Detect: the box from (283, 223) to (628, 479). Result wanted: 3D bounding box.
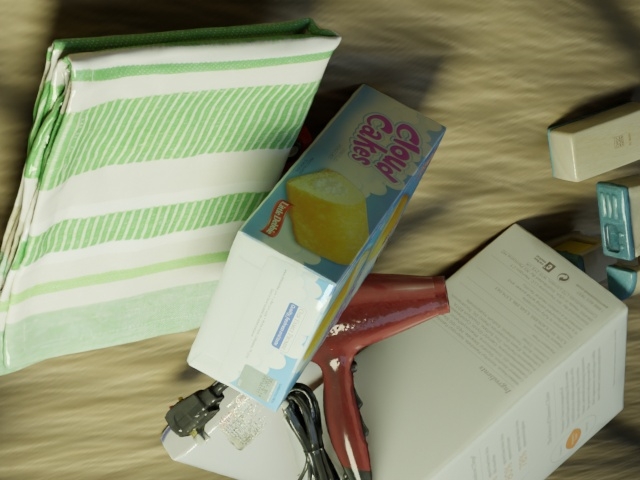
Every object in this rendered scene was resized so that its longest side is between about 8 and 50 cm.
[{"bbox_3d":[0.153,0.186,1.681,0.345,0.168,0.215,-38,147,-19],"label":"box"}]

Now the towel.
[{"bbox_3d":[-0.129,-0.030,1.205,0.248,0.038,0.325,-11,140,-35],"label":"towel"}]

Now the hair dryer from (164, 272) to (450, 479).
[{"bbox_3d":[0.015,0.136,1.515,0.293,0.223,0.080,-49,-174,10],"label":"hair dryer"}]

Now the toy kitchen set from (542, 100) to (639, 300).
[{"bbox_3d":[0.273,-0.040,1.671,0.122,0.166,0.207,-19,109,-28],"label":"toy kitchen set"}]

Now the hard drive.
[{"bbox_3d":[-0.011,0.189,1.712,0.210,0.040,0.318,-43,149,10],"label":"hard drive"}]

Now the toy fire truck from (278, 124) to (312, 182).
[{"bbox_3d":[-0.106,-0.035,1.302,0.192,0.047,0.135,-15,143,-32],"label":"toy fire truck"}]

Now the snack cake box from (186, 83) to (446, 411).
[{"bbox_3d":[0.000,0.000,1.296,0.264,0.089,0.152,-54,170,-51],"label":"snack cake box"}]
